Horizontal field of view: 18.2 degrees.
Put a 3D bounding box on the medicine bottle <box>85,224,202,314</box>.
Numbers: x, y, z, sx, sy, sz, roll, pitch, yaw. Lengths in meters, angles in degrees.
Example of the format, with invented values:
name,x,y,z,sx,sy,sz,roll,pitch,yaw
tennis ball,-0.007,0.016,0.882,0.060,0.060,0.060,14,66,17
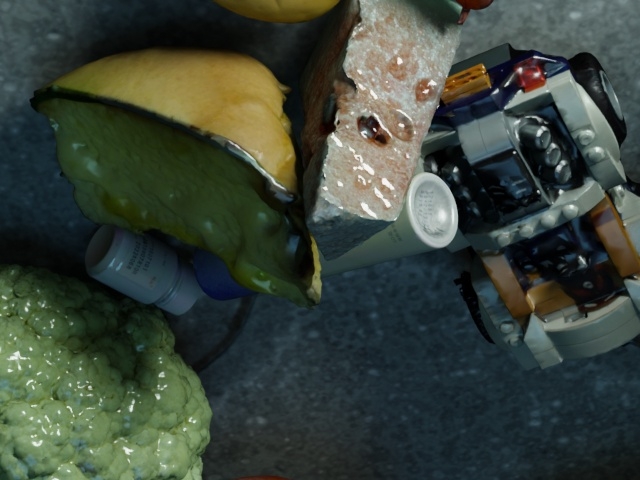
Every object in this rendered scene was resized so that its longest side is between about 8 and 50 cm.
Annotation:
name,x,y,z,sx,sy,sz,roll,pitch,yaw
medicine bottle,-0.141,0.022,1.604,0.089,0.052,0.052,30,123,-30

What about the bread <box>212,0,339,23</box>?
name,x,y,z,sx,sy,sz,roll,pitch,yaw
bread,-0.020,-0.224,1.365,0.134,0.085,0.173,14,129,-19

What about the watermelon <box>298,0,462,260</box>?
name,x,y,z,sx,sy,sz,roll,pitch,yaw
watermelon,0.021,-0.074,1.411,0.094,0.241,0.154,28,126,-17

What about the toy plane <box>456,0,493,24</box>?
name,x,y,z,sx,sy,sz,roll,pitch,yaw
toy plane,0.123,-0.221,1.363,0.126,0.077,0.194,29,153,-7

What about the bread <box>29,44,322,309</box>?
name,x,y,z,sx,sy,sz,roll,pitch,yaw
bread,-0.075,-0.067,1.474,0.252,0.133,0.174,21,143,35

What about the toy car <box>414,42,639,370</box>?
name,x,y,z,sx,sy,sz,roll,pitch,yaw
toy car,0.167,-0.023,1.563,0.193,0.118,0.301,-21,131,16

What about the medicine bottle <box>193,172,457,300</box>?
name,x,y,z,sx,sy,sz,roll,pitch,yaw
medicine bottle,0.000,0.000,1.538,0.231,0.059,0.059,-15,138,41

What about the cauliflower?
name,x,y,z,sx,sy,sz,roll,pitch,yaw
cauliflower,-0.227,0.155,1.642,0.250,0.275,0.272,3,-179,41

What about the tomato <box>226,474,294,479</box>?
name,x,y,z,sx,sy,sz,roll,pitch,yaw
tomato,-0.052,0.334,1.781,0.265,0.265,0.265,-4,133,-4
